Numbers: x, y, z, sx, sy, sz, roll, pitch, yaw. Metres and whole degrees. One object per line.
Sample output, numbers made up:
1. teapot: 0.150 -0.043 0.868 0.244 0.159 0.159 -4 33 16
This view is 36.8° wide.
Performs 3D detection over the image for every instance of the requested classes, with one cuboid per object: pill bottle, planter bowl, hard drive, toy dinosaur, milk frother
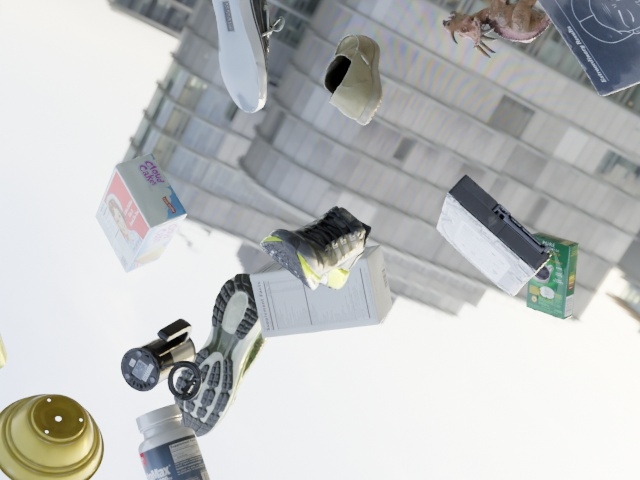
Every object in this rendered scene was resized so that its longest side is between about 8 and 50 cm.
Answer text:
1. pill bottle: -0.268 0.394 1.736 0.108 0.108 0.180 0 -115 -59
2. planter bowl: -0.502 0.356 1.808 0.217 0.090 0.217 18 -140 -16
3. hard drive: 0.355 0.000 2.018 0.237 0.064 0.339 43 173 9
4. toy dinosaur: 0.475 -0.540 2.397 0.296 0.200 0.127 15 154 42
5. milk frother: -0.268 0.232 1.782 0.143 0.129 0.135 51 -155 7

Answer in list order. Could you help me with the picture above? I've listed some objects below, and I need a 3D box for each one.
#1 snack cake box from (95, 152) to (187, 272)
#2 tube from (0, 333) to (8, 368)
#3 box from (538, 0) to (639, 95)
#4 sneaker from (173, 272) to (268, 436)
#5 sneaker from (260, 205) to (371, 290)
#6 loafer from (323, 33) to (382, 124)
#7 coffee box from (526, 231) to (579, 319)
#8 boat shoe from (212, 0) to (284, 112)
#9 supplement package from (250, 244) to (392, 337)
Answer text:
1. snack cake box: -0.384 -0.054 2.028 0.089 0.264 0.152 -24 -100 -29
2. tube: -0.598 0.132 1.654 0.062 0.240 0.070 6 -138 9
3. box: 0.570 -0.455 1.572 0.293 0.212 0.395 53 154 -11
4. sneaker: -0.196 0.282 2.272 0.158 0.410 0.182 30 -174 30
5. sneaker: 0.000 0.000 1.491 0.111 0.121 0.300 39 -173 12
6. loafer: 0.056 -0.321 1.810 0.092 0.102 0.268 23 -149 -21
7. coffee box: 0.535 0.081 2.221 0.040 0.184 0.113 -15 -158 -37
8. boat shoe: -0.132 -0.395 1.783 0.105 0.306 0.113 -27 -157 -39
9. supplement package: 0.003 0.101 1.919 0.244 0.139 0.134 -8 -171 17
